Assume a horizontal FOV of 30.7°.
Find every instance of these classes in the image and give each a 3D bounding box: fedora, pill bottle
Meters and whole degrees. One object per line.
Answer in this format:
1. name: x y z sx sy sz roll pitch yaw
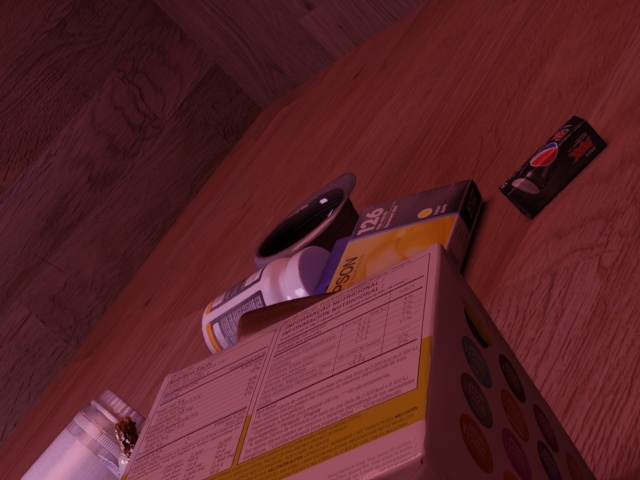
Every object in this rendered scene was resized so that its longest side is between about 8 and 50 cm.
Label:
1. fedora: 0.000 0.000 2.358 0.275 0.124 0.244 -39 17 4
2. pill bottle: -0.083 0.128 2.191 0.278 0.162 0.162 -32 20 38

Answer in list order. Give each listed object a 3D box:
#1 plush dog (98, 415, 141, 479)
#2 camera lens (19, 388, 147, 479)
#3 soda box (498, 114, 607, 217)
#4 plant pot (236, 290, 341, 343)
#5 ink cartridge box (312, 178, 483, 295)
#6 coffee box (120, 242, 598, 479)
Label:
1. plush dog: -0.224 0.361 1.978 0.225 0.211 0.262 -24 -1 -43
2. camera lens: -0.406 0.439 2.132 0.274 0.219 0.219 -50 16 -13
3. soda box: 0.364 -0.117 1.830 0.169 0.060 0.053 -45 16 3
4. plant pot: 0.024 0.165 1.791 0.230 0.215 0.215 -25 22 19
5. ink cartridge box: 0.104 0.033 1.975 0.307 0.072 0.304 -14 32 29
6. coffee box: 0.045 0.270 1.065 0.338 0.338 0.334 -28 21 20
